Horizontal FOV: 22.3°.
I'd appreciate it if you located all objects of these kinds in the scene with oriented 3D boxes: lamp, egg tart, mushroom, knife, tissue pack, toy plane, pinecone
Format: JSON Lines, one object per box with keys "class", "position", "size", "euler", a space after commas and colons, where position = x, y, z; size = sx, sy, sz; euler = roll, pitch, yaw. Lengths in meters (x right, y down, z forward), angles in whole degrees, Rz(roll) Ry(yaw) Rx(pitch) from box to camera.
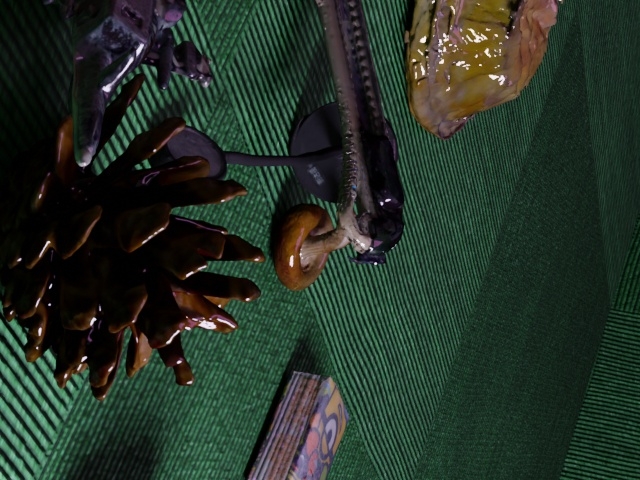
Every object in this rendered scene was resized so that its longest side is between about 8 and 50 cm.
{"class": "lamp", "position": [-0.051, -0.059, 1.548], "size": [0.108, 0.130, 0.371], "euler": [-45, 172, 29]}
{"class": "egg tart", "position": [0.215, -0.291, 2.053], "size": [0.352, 0.150, 0.352], "euler": [-47, 145, -50]}
{"class": "mushroom", "position": [-0.008, -0.008, 1.686], "size": [0.088, 0.073, 0.129], "euler": [-28, 165, -46]}
{"class": "knife", "position": [0.035, -0.148, 1.587], "size": [0.089, 0.043, 0.365], "euler": [23, 53, -50]}
{"class": "tissue pack", "position": [-0.025, 0.231, 1.792], "size": [0.108, 0.060, 0.148], "euler": [67, 40, -55]}
{"class": "toy plane", "position": [-0.145, -0.142, 1.120], "size": [0.192, 0.088, 0.262], "euler": [36, 23, -29]}
{"class": "pinecone", "position": [-0.142, 0.007, 1.189], "size": [0.202, 0.201, 0.229], "euler": [-38, 157, -45]}
